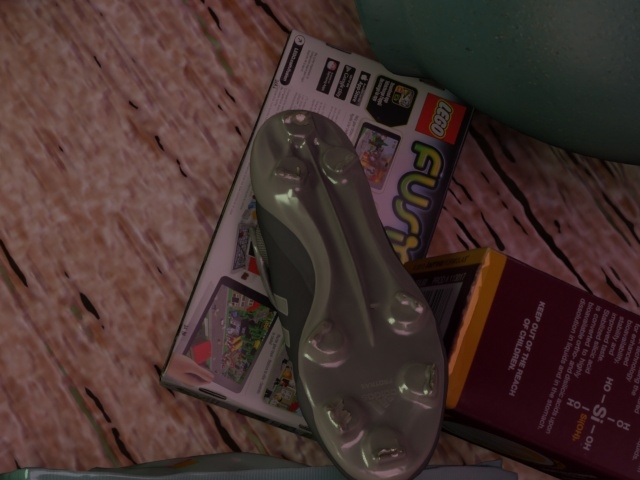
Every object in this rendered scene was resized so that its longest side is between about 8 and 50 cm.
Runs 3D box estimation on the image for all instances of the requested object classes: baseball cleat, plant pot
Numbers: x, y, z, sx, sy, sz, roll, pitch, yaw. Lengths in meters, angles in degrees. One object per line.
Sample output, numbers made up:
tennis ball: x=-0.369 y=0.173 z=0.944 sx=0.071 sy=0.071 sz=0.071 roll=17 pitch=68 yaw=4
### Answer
baseball cleat: x=0.012 y=0.036 z=0.700 sx=0.072 sy=0.109 sz=0.206 roll=-7 pitch=59 yaw=-8
plant pot: x=0.125 y=-0.176 z=0.739 sx=0.196 sy=0.293 sz=0.293 roll=0 pitch=78 yaw=19

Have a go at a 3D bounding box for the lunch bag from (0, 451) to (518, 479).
lunch bag: x=-0.021 y=0.214 z=0.686 sx=0.262 sy=0.160 sz=0.223 roll=3 pitch=79 yaw=-15

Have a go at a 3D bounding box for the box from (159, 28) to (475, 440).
box: x=0.000 y=0.000 z=0.789 sx=0.114 sy=0.036 sz=0.207 roll=21 pitch=77 yaw=-4

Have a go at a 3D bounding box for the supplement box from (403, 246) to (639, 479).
supplement box: x=0.130 y=0.078 z=0.741 sx=0.188 sy=0.104 sz=0.081 roll=24 pitch=78 yaw=-17
